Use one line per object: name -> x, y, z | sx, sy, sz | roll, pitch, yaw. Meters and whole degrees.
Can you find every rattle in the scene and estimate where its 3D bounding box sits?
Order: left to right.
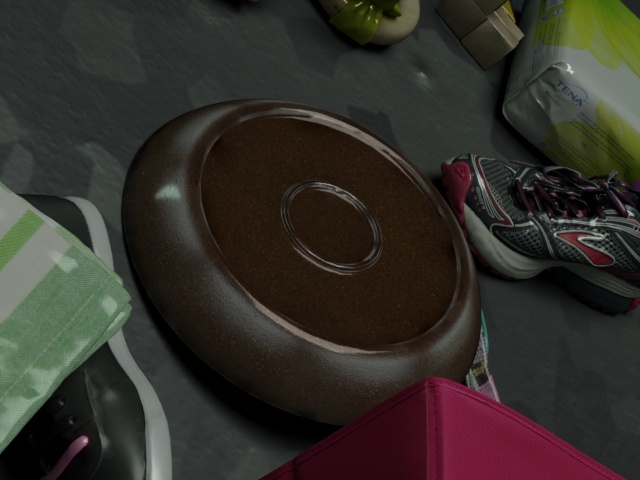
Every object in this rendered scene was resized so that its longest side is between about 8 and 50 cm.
rattle -> 0.080, -0.281, 1.652 | 0.130, 0.143, 0.199 | 40, 39, 14

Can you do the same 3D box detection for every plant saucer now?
plant saucer -> 0.000, 0.000, 1.332 | 0.310, 0.050, 0.311 | 18, 47, -20

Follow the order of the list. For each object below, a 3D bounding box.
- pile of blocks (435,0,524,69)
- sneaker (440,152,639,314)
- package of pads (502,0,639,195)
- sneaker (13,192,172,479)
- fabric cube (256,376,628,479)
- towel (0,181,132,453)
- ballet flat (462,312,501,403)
pile of blocks -> 0.177, -0.353, 1.837 | 0.149, 0.112, 0.362 | 12, 52, -42
sneaker -> 0.232, -0.027, 1.619 | 0.299, 0.112, 0.121 | 17, 48, -38
package of pads -> 0.327, -0.129, 1.823 | 0.296, 0.101, 0.229 | 39, 36, -17
sneaker -> -0.190, 0.086, 1.068 | 0.147, 0.104, 0.296 | 13, 45, -40
fabric cube -> 0.072, 0.285, 1.046 | 0.254, 0.259, 0.258 | 32, 40, -28
towel -> -0.293, 0.007, 0.974 | 0.325, 0.038, 0.248 | 38, 49, 2
ballet flat -> 0.104, 0.114, 1.398 | 0.079, 0.077, 0.221 | 1, 57, -25
